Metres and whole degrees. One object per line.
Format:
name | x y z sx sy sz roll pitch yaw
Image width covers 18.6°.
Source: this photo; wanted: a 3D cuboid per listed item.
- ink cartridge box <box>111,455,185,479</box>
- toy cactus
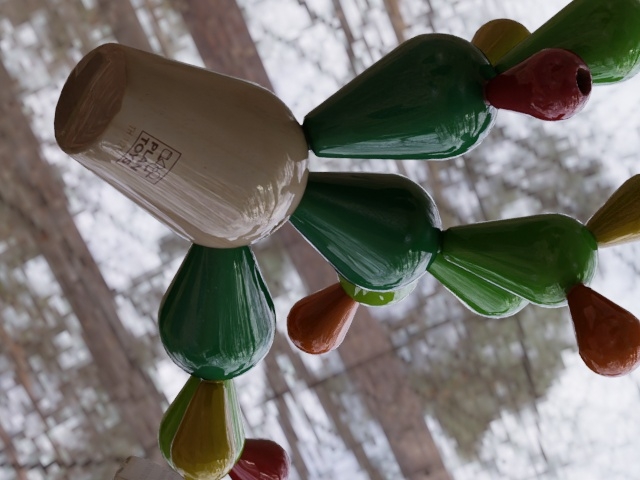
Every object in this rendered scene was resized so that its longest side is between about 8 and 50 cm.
ink cartridge box | -0.027 0.224 0.848 0.208 0.206 0.045 24 -164 4
toy cactus | 0.000 0.000 0.586 0.219 0.180 0.112 -38 -134 31
